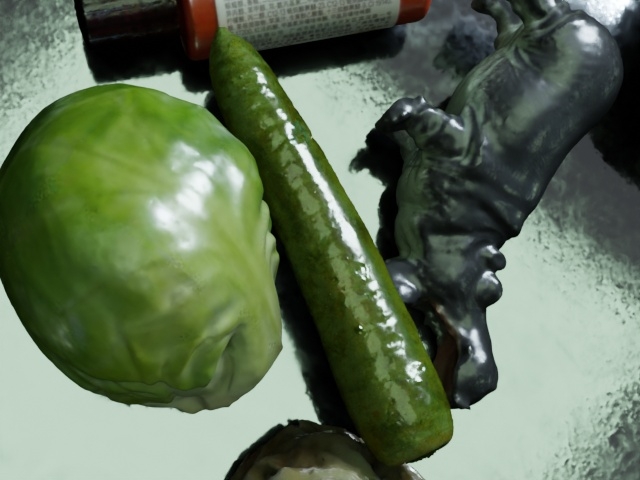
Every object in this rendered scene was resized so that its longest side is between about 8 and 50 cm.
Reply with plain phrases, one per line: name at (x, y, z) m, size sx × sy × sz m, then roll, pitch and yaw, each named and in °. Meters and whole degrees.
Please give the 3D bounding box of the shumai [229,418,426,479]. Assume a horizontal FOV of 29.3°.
shumai at (0.017, 0.225, 0.888) m, size 0.206 × 0.175 × 0.166 m, roll 36°, pitch 80°, yaw 8°

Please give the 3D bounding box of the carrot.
carrot at (0.000, 0.000, 0.917) m, size 0.074 × 0.074 × 0.358 m, roll -24°, pitch 84°, yaw -10°

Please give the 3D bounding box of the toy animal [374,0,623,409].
toy animal at (0.116, -0.045, 0.983) m, size 0.168 × 0.106 × 0.343 m, roll 24°, pitch 89°, yaw -5°

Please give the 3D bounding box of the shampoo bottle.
shampoo bottle at (-0.057, -0.204, 0.979) m, size 0.278 × 0.104 × 0.104 m, roll -11°, pitch 84°, yaw -9°

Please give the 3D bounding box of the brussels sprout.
brussels sprout at (-0.133, 0.008, 0.887) m, size 0.244 × 0.244 × 0.244 m, roll 1°, pitch 82°, yaw -8°
